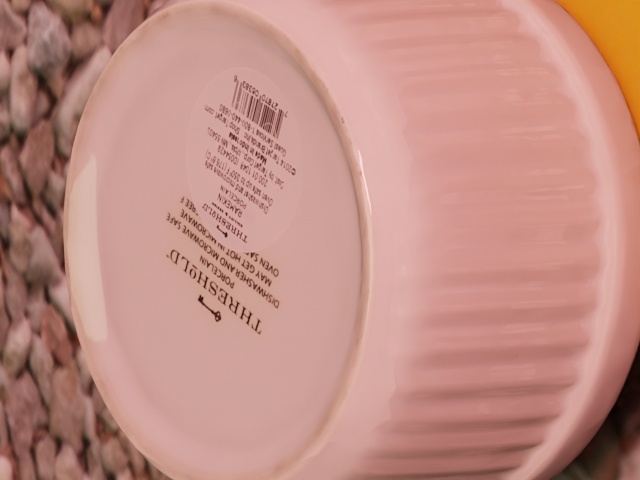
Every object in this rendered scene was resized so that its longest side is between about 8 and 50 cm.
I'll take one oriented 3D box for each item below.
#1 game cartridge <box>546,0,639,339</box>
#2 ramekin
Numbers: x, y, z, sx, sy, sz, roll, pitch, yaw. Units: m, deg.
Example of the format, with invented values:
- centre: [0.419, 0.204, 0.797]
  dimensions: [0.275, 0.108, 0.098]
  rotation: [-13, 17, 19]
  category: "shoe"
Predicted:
- centre: [0.102, -0.106, 0.604]
  dimensions: [0.323, 0.052, 0.285]
  rotation: [-14, 83, 46]
  category: "game cartridge"
- centre: [0.000, 0.000, 0.604]
  dimensions: [0.207, 0.109, 0.207]
  rotation: [4, 96, 48]
  category: "ramekin"
